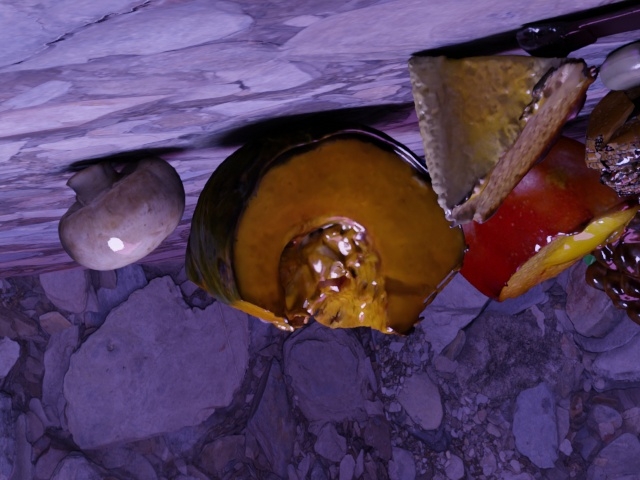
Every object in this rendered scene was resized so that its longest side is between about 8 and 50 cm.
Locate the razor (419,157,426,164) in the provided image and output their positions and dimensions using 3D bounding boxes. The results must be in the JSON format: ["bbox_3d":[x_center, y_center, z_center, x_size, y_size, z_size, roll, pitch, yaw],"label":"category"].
[{"bbox_3d":[0.121,-0.114,2.247,0.155,0.044,0.028,-16,-157,43],"label":"razor"}]

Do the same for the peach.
[{"bbox_3d":[0.342,-0.033,2.076,0.281,0.281,0.338,-8,-167,-33],"label":"peach"}]

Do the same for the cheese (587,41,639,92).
[{"bbox_3d":[0.336,-0.184,1.498,0.097,0.037,0.192,-8,176,-20],"label":"cheese"}]

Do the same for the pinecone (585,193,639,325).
[{"bbox_3d":[0.628,-0.032,2.240,0.398,0.397,0.398,-10,177,-1],"label":"pinecone"}]

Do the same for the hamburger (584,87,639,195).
[{"bbox_3d":[0.399,-0.137,1.513,0.231,0.106,0.231,-29,-159,12],"label":"hamburger"}]

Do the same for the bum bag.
[{"bbox_3d":[0.264,-0.193,1.237,0.159,0.026,0.109,-11,176,20],"label":"bum bag"}]

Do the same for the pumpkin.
[{"bbox_3d":[-0.001,-0.015,1.617,0.303,0.256,0.225,18,170,-24],"label":"pumpkin"}]

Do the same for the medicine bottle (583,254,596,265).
[{"bbox_3d":[0.533,-0.066,2.473,0.111,0.076,0.309,15,-135,13],"label":"medicine bottle"}]

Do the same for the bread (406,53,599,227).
[{"bbox_3d":[0.181,-0.107,1.268,0.160,0.169,0.140,-13,173,26],"label":"bread"}]

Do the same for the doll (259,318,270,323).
[{"bbox_3d":[0.000,0.000,2.242,0.268,0.216,0.284,-15,179,-41],"label":"doll"}]

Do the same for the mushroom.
[{"bbox_3d":[-0.240,-0.038,1.624,0.166,0.127,0.166,-26,-168,6],"label":"mushroom"}]
